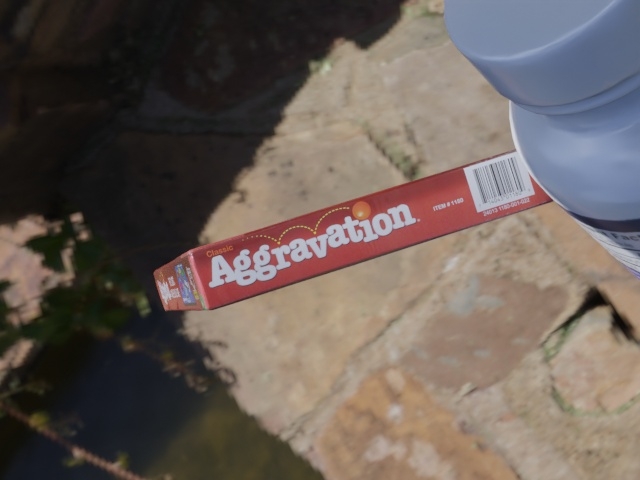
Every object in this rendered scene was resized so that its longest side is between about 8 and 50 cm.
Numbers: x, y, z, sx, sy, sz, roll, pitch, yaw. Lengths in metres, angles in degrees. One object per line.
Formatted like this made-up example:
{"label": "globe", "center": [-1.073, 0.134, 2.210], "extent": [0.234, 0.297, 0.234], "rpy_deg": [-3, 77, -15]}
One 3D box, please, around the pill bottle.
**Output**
{"label": "pill bottle", "center": [0.129, -0.041, 0.498], "extent": [0.112, 0.187, 0.112], "rpy_deg": [-29, 41, 29]}

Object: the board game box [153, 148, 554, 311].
{"label": "board game box", "center": [0.000, 0.000, 0.702], "extent": [0.145, 0.281, 0.027], "rpy_deg": [-17, 90, -10]}
